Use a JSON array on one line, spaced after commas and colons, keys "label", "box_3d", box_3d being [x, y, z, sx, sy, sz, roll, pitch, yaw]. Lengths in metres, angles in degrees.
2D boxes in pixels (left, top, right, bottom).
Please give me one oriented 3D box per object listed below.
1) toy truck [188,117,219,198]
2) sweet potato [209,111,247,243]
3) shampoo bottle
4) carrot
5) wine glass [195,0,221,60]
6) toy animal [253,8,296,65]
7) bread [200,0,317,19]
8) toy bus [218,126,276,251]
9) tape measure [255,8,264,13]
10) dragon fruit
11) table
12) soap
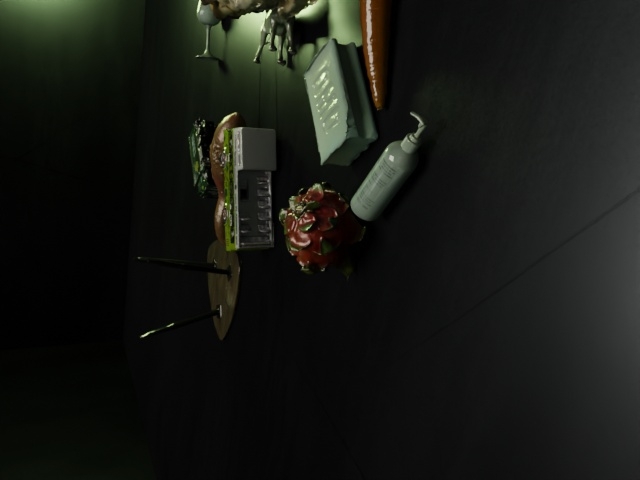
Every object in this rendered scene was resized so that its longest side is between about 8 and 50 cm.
[{"label": "toy truck", "box_3d": [-0.340, -0.244, 1.636, 0.121, 0.088, 0.259, -50, 46, 49]}, {"label": "sweet potato", "box_3d": [-0.249, -0.170, 1.452, 0.109, 0.109, 0.385, -123, 35, -46]}, {"label": "shampoo bottle", "box_3d": [0.109, -0.107, 0.811, 0.195, 0.056, 0.056, -56, 43, 47]}, {"label": "carrot", "box_3d": [0.091, -0.379, 0.857, 0.069, 0.069, 0.336, 13, 108, 62]}, {"label": "wine glass", "box_3d": [-0.343, -0.661, 1.654, 0.079, 0.079, 0.196, 24, 112, 60]}, {"label": "toy animal", "box_3d": [-0.084, -0.487, 1.172, 0.217, 0.073, 0.176, -174, 92, -67]}, {"label": "bread", "box_3d": [-0.108, -0.639, 0.958, 0.361, 0.250, 0.395, -5, 85, 44]}, {"label": "toy bus", "box_3d": [-0.170, -0.123, 1.294, 0.139, 0.113, 0.302, 5, 97, 62]}, {"label": "tape measure", "box_3d": [-0.157, -0.611, 1.325, 0.091, 0.054, 0.094, 116, 149, -42]}, {"label": "dragon fruit", "box_3d": [0.003, 0.002, 0.955, 0.236, 0.135, 0.137, 89, 162, -47]}, {"label": "table", "box_3d": [-0.410, 0.122, 1.590, 0.317, 0.249, 0.318, -1, 89, 62]}, {"label": "soap", "box_3d": [0.032, -0.241, 0.952, 0.114, 0.063, 0.199, -41, 55, 53]}]
